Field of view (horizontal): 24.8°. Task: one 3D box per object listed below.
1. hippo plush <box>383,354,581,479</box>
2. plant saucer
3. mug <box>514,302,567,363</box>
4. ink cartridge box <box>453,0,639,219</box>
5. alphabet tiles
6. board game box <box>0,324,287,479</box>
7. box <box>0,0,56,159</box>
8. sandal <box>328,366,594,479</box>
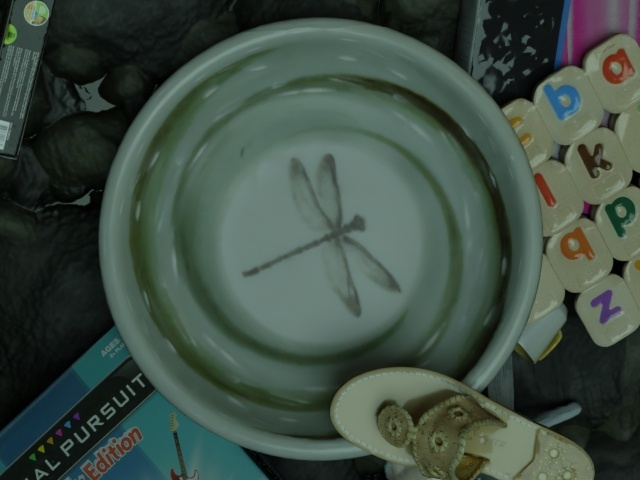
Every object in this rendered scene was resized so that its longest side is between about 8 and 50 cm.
[{"bbox_3d":[0.103,0.260,1.438,0.234,0.294,0.236,36,119,-17],"label":"hippo plush"},{"bbox_3d":[0.000,0.000,1.348,0.400,0.100,0.400,0,85,1],"label":"plant saucer"},{"bbox_3d":[0.217,0.083,1.487,0.062,0.078,0.064,43,85,13],"label":"mug"},{"bbox_3d":[0.213,-0.132,1.414,0.176,0.069,0.371,3,108,-13],"label":"ink cartridge box"},{"bbox_3d":[0.281,-0.045,1.409,0.284,0.021,0.278,-33,112,-1],"label":"alphabet tiles"},{"bbox_3d":[-0.157,0.278,1.368,0.254,0.079,0.336,-43,81,3],"label":"board game box"},{"bbox_3d":[-0.258,-0.184,1.271,0.036,0.114,0.207,13,104,-15],"label":"box"},{"bbox_3d":[0.128,0.171,1.249,0.240,0.079,0.088,19,90,-5],"label":"sandal"}]
